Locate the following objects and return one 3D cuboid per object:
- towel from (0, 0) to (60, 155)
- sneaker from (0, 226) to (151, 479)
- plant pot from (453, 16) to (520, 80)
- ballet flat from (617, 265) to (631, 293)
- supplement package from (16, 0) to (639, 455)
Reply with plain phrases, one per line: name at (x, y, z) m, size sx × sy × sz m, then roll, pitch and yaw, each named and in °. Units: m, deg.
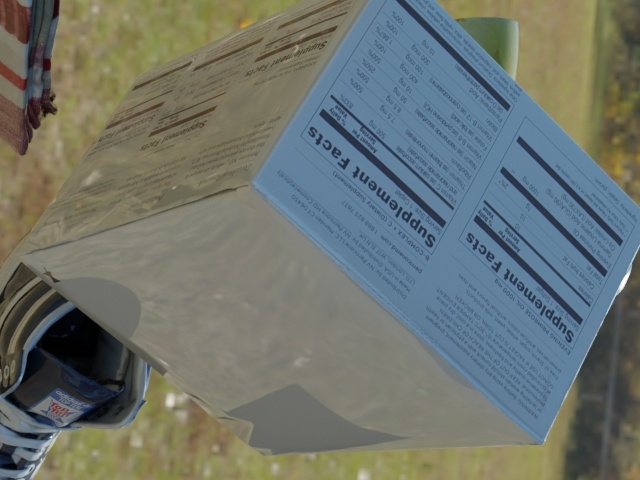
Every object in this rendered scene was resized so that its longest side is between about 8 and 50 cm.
towel at (-0.215, -0.185, 0.761) m, size 0.037 × 0.237 × 0.329 m, roll -52°, pitch 175°, yaw -25°
sneaker at (-0.205, 0.128, 1.090) m, size 0.282 × 0.099 × 0.153 m, roll -63°, pitch -152°, yaw 3°
plant pot at (0.127, -0.144, 1.545) m, size 0.134 × 0.134 × 0.095 m, roll 36°, pitch 45°, yaw -78°
ballet flat at (0.137, 0.012, 1.489) m, size 0.096 × 0.280 × 0.095 m, roll 45°, pitch 43°, yaw -60°
supplement package at (0.000, 0.000, 0.888) m, size 0.262 × 0.204 × 0.145 m, roll -12°, pitch -139°, yaw 56°
